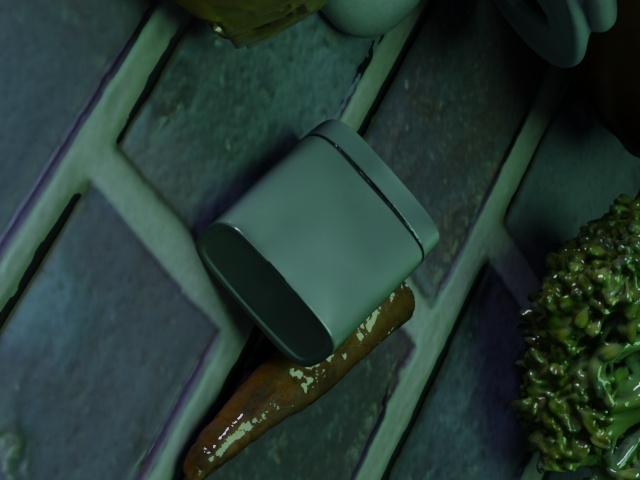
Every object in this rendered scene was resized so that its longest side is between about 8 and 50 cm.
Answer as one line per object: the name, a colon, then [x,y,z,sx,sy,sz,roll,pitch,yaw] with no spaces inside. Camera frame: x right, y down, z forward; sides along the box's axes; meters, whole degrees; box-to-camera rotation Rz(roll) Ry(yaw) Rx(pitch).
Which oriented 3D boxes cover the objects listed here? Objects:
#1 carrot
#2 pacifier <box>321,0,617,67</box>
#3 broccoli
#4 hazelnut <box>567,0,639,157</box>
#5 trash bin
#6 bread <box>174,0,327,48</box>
carrot: [-0.022,0.090,1.266,0.224,0.057,0.057,-41,121,-37]
pacifier: [0.085,-0.218,1.315,0.207,0.227,0.279,-27,119,-4]
broccoli: [0.245,0.103,1.453,0.180,0.273,0.242,-19,125,-25]
hazelnut: [0.330,-0.232,1.496,0.372,0.315,0.372,-39,148,-30]
trash bin: [0.000,0.000,1.251,0.116,0.059,0.130,48,51,-3]
bread: [-0.025,-0.271,1.190,0.152,0.119,0.288,37,62,-42]
